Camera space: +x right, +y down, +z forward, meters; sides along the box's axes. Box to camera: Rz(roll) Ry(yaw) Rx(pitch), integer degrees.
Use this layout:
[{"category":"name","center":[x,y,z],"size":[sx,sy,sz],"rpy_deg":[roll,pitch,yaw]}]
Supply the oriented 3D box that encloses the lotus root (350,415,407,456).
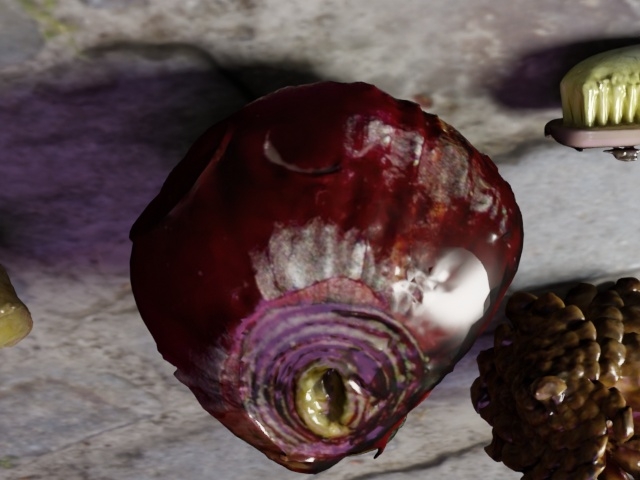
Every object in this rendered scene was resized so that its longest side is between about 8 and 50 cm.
[{"category":"lotus root","center":[0.028,0.158,1.226],"size":[0.099,0.049,0.054],"rpy_deg":[-8,138,-4]}]

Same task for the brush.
[{"category":"brush","center":[0.300,-0.098,0.934],"size":[0.313,0.072,0.067],"rpy_deg":[-3,109,-4]}]

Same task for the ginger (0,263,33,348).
[{"category":"ginger","center":[-0.413,0.031,0.947],"size":[0.348,0.363,0.122],"rpy_deg":[-35,177,-30]}]

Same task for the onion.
[{"category":"onion","center":[0.003,-0.004,0.918],"size":[0.206,0.216,0.207],"rpy_deg":[36,117,-17]}]

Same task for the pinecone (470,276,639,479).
[{"category":"pinecone","center":[0.216,0.114,1.091],"size":[0.195,0.179,0.150],"rpy_deg":[-20,143,-14]}]
